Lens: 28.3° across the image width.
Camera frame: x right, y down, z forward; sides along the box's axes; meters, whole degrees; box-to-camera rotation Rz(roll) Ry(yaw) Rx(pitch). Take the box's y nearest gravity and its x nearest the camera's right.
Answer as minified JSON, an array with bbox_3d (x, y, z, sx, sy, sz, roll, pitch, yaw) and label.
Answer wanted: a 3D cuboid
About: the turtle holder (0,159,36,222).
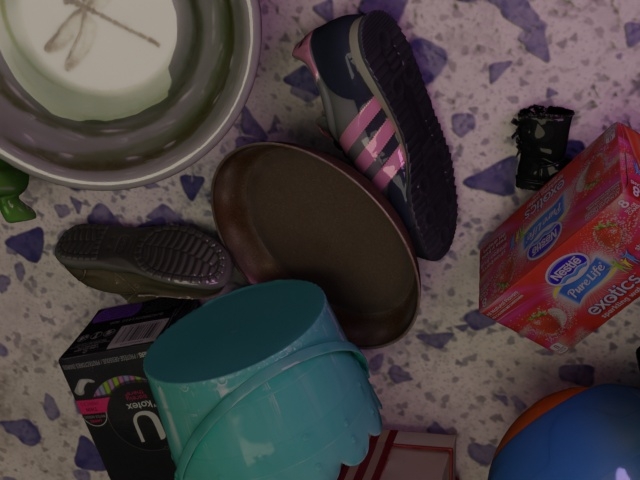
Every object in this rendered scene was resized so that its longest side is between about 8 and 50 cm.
[{"bbox_3d":[-0.518,-0.116,1.562,0.243,0.320,0.228,-9,90,47],"label":"turtle holder"}]

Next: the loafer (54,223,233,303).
[{"bbox_3d":[-0.228,0.034,1.688,0.251,0.094,0.087,10,143,21],"label":"loafer"}]

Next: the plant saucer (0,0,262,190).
[{"bbox_3d":[-0.260,-0.259,1.464,0.400,0.100,0.401,3,113,6],"label":"plant saucer"}]

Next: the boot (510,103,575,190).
[{"bbox_3d":[0.284,-0.107,1.494,0.121,0.045,0.099,6,114,13],"label":"boot"}]

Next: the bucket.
[{"bbox_3d":[-0.074,0.185,1.560,0.281,0.281,0.183,-13,113,21],"label":"bucket"}]

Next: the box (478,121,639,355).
[{"bbox_3d":[0.306,0.003,1.454,0.128,0.123,0.257,28,134,-18],"label":"box"}]

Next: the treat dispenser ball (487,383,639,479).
[{"bbox_3d":[0.346,0.319,1.547,0.288,0.288,0.288,6,117,12],"label":"treat dispenser ball"}]

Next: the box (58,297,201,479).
[{"bbox_3d":[-0.217,0.230,1.741,0.165,0.143,0.270,-11,113,20],"label":"box"}]

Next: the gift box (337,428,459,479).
[{"bbox_3d":[0.049,0.405,1.688,0.255,0.258,0.276,8,110,11],"label":"gift box"}]

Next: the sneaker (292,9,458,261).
[{"bbox_3d":[0.069,-0.120,1.525,0.131,0.112,0.319,-3,115,38],"label":"sneaker"}]

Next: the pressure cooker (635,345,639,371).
[{"bbox_3d":[0.569,0.120,1.351,0.370,0.375,0.420,48,120,12],"label":"pressure cooker"}]

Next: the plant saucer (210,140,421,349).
[{"bbox_3d":[0.000,0.000,1.566,0.310,0.050,0.311,24,138,24],"label":"plant saucer"}]
